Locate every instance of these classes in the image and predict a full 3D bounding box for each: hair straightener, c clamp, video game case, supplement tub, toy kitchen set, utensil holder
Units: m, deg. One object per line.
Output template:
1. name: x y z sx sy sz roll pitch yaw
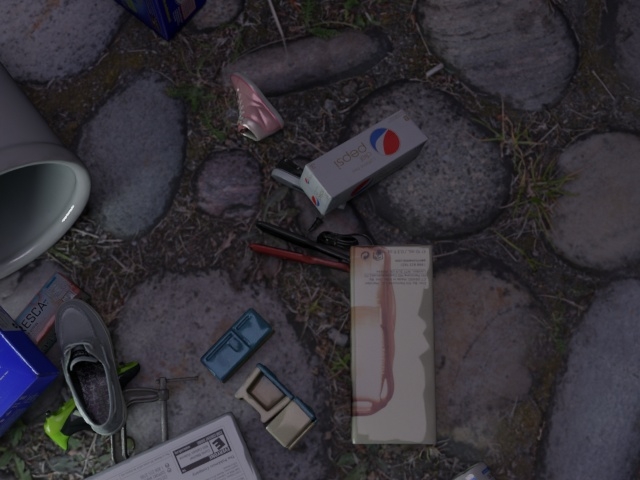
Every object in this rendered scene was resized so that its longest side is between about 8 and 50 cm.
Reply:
1. hair straightener: 0.000 0.000 1.505 0.230 0.047 0.089 13 76 4
2. c clamp: -0.268 0.295 1.429 0.137 0.022 0.161 3 89 -10
3. video game case: -0.226 0.469 1.381 0.329 0.036 0.300 -24 82 -5
4. supplement tub: 0.252 0.403 1.383 0.071 0.071 0.107 -29 77 -6
5. toy kitchen set: -0.081 0.207 1.391 0.207 0.166 0.122 42 80 11
6. utensil holder: -0.608 -0.156 1.423 0.327 0.327 0.385 -38 75 -8

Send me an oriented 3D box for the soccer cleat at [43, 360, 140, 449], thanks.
1. soccer cleat: -0.359 0.263 1.445 0.179 0.060 0.072 -36 102 -12

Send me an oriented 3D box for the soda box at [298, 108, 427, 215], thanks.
1. soda box: 0.072 -0.133 1.499 0.216 0.069 0.074 -32 76 -24

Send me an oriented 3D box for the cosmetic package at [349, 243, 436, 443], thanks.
1. cosmetic package: 0.109 0.161 1.392 0.129 0.153 0.296 -1 81 1

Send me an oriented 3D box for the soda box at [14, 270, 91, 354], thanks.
1. soda box: -0.462 0.142 1.470 0.058 0.063 0.183 36 79 12

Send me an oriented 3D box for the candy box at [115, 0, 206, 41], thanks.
1. candy box: -0.360 -0.533 1.538 0.317 0.268 0.122 38 76 10

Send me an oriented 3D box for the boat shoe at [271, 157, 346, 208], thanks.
1. boat shoe: -0.015 -0.099 1.531 0.142 0.049 0.040 26 77 10

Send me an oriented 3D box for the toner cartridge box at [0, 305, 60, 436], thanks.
1. toner cartridge box: -0.586 0.272 1.393 0.348 0.075 0.165 -46 78 4

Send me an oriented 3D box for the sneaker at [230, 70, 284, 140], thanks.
1. sneaker: -0.130 -0.231 1.565 0.070 0.051 0.134 -38 82 -13

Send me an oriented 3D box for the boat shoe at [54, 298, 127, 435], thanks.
1. boat shoe: -0.358 0.189 1.387 0.079 0.081 0.227 -21 74 -7
